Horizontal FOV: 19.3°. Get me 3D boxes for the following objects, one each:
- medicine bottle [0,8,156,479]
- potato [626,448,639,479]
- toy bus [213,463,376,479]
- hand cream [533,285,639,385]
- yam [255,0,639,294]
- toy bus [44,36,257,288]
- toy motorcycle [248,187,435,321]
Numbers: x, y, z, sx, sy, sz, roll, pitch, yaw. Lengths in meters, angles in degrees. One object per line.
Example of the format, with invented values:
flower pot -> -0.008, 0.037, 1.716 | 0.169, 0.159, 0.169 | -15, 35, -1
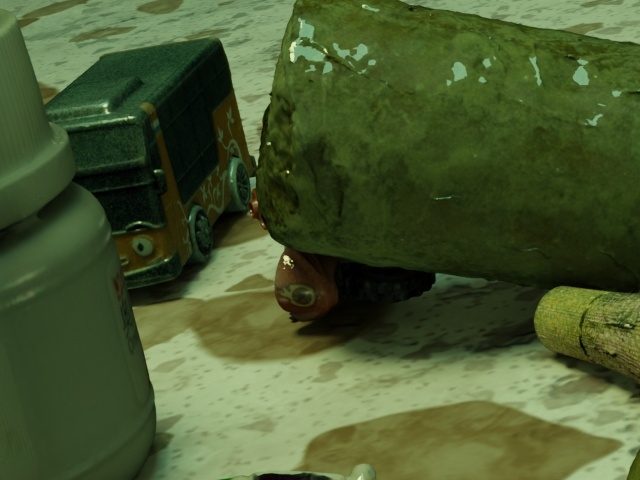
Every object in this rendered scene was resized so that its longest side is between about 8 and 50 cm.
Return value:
medicine bottle -> -0.249, 0.026, 1.183 | 0.245, 0.306, 0.245 | -11, 19, 4
potato -> 0.296, 0.100, 0.746 | 0.359, 0.219, 0.270 | -20, -3, 7
toy bus -> -0.037, 0.213, 0.755 | 0.179, 0.143, 0.305 | -10, 17, 4
hand cream -> 0.201, 0.062, 1.166 | 0.084, 0.084, 0.203 | -21, 12, -24
yam -> 0.102, -0.065, 1.307 | 0.300, 0.195, 0.195 | 10, 21, 3
toy bus -> -0.158, -0.068, 1.619 | 0.138, 0.167, 0.275 | -7, 20, 16
toy motorcycle -> 0.000, 0.000, 1.433 | 0.118, 0.084, 0.212 | -16, 28, -17
